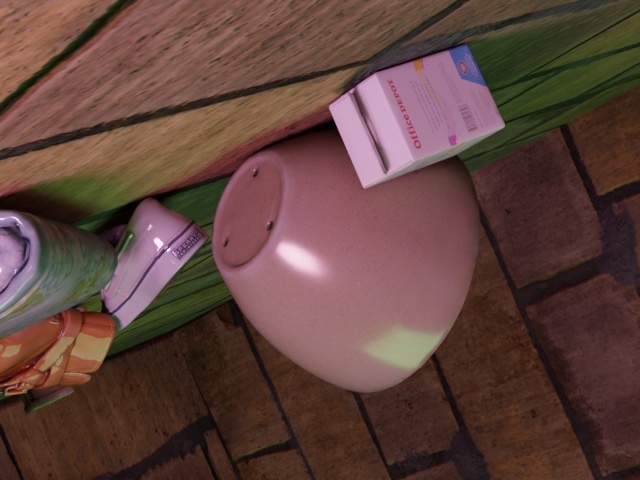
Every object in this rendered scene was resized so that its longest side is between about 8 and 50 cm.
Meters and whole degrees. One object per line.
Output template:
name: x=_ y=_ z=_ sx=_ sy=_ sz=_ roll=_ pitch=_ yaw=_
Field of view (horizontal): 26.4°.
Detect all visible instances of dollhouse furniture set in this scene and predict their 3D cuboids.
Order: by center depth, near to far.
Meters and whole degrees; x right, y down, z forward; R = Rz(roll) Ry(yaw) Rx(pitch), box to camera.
dollhouse furniture set: x=-0.483 y=0.208 z=2.023 sx=0.183 sy=0.129 sz=0.129 roll=-24 pitch=177 yaw=-20

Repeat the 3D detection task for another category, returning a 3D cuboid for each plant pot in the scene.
plant pot: x=0.000 y=0.000 z=1.424 sx=0.190 sy=0.284 sz=0.284 roll=20 pitch=149 yaw=-34

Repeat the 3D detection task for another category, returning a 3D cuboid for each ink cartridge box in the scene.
ink cartridge box: x=0.086 y=-0.118 z=1.319 sx=0.143 sy=0.092 sz=0.090 roll=-21 pitch=175 yaw=-34

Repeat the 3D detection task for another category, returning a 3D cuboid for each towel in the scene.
towel: x=-0.378 y=0.076 z=1.198 sx=0.374 sy=0.090 sz=0.320 roll=-24 pitch=179 yaw=1

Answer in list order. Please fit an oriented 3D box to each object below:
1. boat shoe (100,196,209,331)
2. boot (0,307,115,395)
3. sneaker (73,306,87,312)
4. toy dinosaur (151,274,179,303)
boat shoe: x=-0.204 y=0.025 z=1.496 sx=0.096 sy=0.088 sz=0.267 roll=-48 pitch=-176 yaw=-24
boot: x=-0.379 y=0.138 z=1.535 sx=0.220 sy=0.109 sz=0.283 roll=5 pitch=145 yaw=-37
sneaker: x=-0.433 y=0.161 z=2.179 sx=0.157 sy=0.065 sz=0.061 roll=-26 pitch=176 yaw=16
toy dinosaur: x=-0.264 y=0.078 z=2.098 sx=0.112 sy=0.064 sz=0.211 roll=-23 pitch=177 yaw=-34
